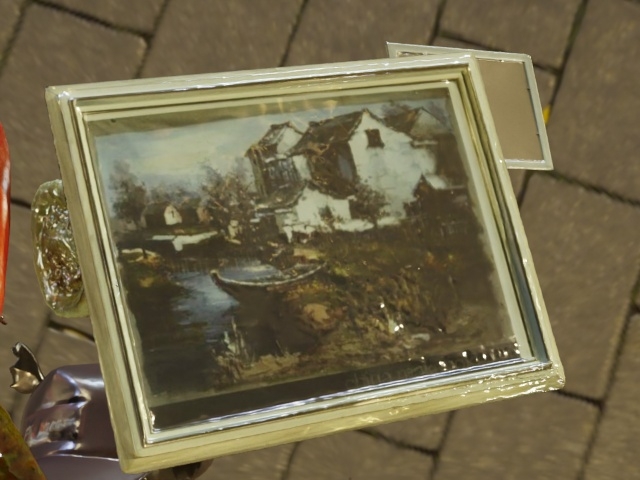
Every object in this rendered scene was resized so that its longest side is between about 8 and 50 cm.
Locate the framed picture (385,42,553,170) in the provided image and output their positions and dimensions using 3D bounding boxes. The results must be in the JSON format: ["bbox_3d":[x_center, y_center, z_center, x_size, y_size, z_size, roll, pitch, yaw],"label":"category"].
[{"bbox_3d":[0.160,-0.142,1.609,0.183,0.011,0.142,1,69,-26],"label":"framed picture"}]

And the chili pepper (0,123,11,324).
[{"bbox_3d":[-0.211,-0.018,0.880,0.088,0.065,0.169,-27,46,37],"label":"chili pepper"}]

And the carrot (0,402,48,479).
[{"bbox_3d":[-0.224,0.172,0.957,0.114,0.114,0.302,-33,89,-4],"label":"carrot"}]

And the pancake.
[{"bbox_3d":[-0.179,0.006,1.061,0.017,0.108,0.108,-10,79,-36],"label":"pancake"}]

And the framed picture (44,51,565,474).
[{"bbox_3d":[0.000,0.000,0.895,0.296,0.019,0.232,-9,77,-26],"label":"framed picture"}]

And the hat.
[{"bbox_3d":[-0.262,0.192,1.649,0.238,0.336,0.209,-19,82,26],"label":"hat"}]
